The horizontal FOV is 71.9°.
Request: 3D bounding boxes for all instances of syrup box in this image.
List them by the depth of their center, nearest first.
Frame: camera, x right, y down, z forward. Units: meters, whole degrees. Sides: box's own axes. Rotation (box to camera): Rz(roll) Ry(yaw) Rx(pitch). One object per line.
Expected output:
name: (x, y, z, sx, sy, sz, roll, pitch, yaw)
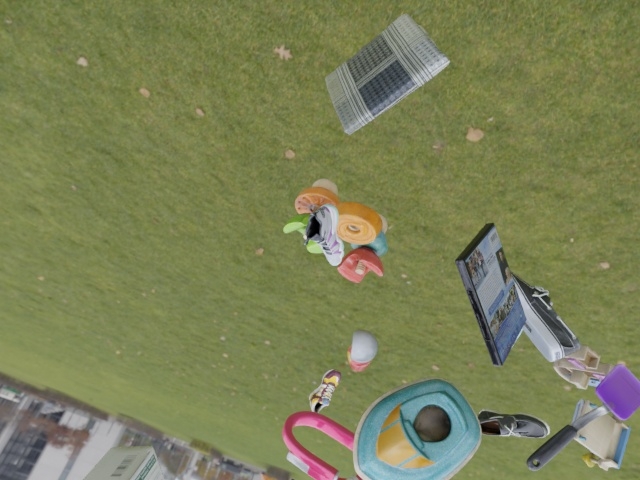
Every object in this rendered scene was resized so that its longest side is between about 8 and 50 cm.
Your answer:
syrup box: (-0.316, 0.485, 0.762, 0.096, 0.093, 0.237, -9, 105, 15)

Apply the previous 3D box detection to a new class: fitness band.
fitness band: (0.018, 0.617, 1.318, 0.290, 0.054, 0.209, 25, -161, 22)

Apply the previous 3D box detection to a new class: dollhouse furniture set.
dollhouse furniture set: (0.824, 0.534, 1.439, 0.286, 0.303, 0.198, 34, 161, -16)

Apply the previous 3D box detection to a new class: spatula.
spatula: (0.548, 0.380, 0.919, 0.084, 0.296, 0.030, 50, -179, 15)

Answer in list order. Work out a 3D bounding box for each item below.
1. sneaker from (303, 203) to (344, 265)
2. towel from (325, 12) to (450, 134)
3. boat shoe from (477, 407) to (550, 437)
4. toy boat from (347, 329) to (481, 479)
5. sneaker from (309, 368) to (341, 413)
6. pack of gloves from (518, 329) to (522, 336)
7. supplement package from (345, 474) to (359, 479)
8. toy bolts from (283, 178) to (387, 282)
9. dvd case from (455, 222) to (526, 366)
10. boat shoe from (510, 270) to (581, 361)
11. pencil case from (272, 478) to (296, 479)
sneaker: (0.000, 0.000, 0.657, 0.038, 0.069, 0.098, 1, 110, 38)
towel: (0.167, -0.457, 1.211, 0.312, 0.324, 0.056, -33, 133, 21)
boat shoe: (0.607, 0.599, 1.412, 0.233, 0.079, 0.084, -13, 97, 46)
toy boat: (0.151, 0.331, 0.888, 0.318, 0.267, 0.148, 53, 162, 27)
sneaker: (0.024, 0.569, 1.655, 0.069, 0.084, 0.185, 24, 109, -20)
pack of gloves: (0.723, 0.305, 1.608, 0.046, 0.195, 0.232, 32, 125, 26)
supplement package: (0.030, 0.695, 0.932, 0.177, 0.293, 0.175, 46, 117, 7)
toy bolts: (0.076, -0.041, 0.926, 0.218, 0.158, 0.228, -17, 132, 45)
dvd case: (0.369, 0.111, 0.942, 0.022, 0.180, 0.253, -10, 109, 45)
boat shoe: (0.605, 0.185, 1.247, 0.105, 0.306, 0.113, -22, 137, -2)
pencil case: (-0.103, 0.782, 1.206, 0.104, 0.236, 0.104, 5, -172, -1)
